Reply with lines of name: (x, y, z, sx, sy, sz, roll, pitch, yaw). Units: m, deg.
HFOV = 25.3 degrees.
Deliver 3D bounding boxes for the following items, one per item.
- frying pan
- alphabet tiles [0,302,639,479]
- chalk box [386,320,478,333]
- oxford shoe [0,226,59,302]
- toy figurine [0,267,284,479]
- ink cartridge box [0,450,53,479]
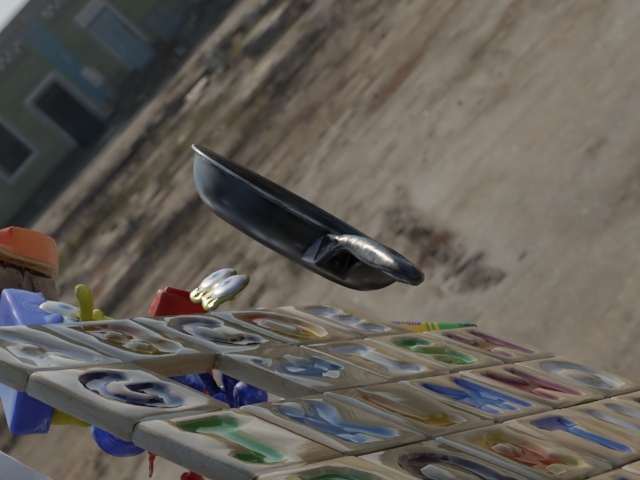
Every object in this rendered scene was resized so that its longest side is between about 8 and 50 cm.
frying pan: (0.018, 0.009, 1.054, 0.326, 0.197, 0.053, 34, 96, 47)
alphabet tiles: (0.037, 0.052, 0.439, 0.237, 0.198, 0.009, -1, -75, -54)
chalk box: (0.054, 0.238, 1.391, 0.179, 0.180, 0.289, 1, 42, 24)
oxford shoe: (-0.322, 0.053, 1.166, 0.130, 0.133, 0.363, -13, -10, 23)
toy figurine: (-0.144, 0.123, 0.925, 0.191, 0.217, 0.362, -69, 24, 12)
ink cartridge box: (-0.393, 0.432, 1.408, 0.395, 0.166, 0.285, -53, -24, -35)
